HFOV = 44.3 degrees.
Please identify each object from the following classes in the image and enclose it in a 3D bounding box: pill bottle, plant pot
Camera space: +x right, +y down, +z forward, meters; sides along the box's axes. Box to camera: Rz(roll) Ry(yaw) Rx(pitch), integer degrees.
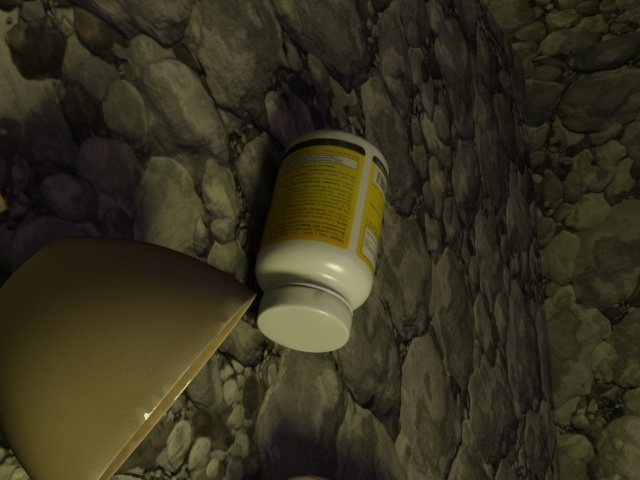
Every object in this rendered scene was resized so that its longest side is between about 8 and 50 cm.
[{"bbox_3d":[0.000,0.000,1.265,0.188,0.188,0.334,49,41,-41],"label":"pill bottle"},{"bbox_3d":[-0.227,0.105,0.800,0.191,0.284,0.284,39,35,2],"label":"plant pot"}]

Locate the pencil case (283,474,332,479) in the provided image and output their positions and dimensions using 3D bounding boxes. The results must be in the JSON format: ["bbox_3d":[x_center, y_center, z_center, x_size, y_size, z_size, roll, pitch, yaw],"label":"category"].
[{"bbox_3d":[0.051,0.486,1.211,0.410,0.160,0.183,42,71,-46],"label":"pencil case"}]

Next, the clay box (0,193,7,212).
[{"bbox_3d":[-0.402,-0.100,0.734,0.127,0.053,0.222,-46,119,-55],"label":"clay box"}]
